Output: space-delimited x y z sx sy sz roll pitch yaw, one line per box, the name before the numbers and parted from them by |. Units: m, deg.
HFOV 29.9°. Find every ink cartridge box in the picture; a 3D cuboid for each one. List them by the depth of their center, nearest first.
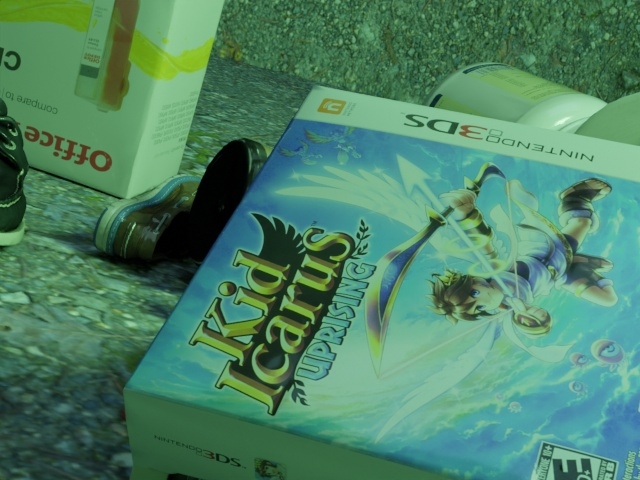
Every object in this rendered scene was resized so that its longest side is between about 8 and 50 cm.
ink cartridge box | -0.263 -0.271 1.332 0.279 0.385 0.160 19 16 9

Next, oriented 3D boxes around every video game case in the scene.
video game case | 0.065 0.031 0.629 0.244 0.061 0.269 12 42 15

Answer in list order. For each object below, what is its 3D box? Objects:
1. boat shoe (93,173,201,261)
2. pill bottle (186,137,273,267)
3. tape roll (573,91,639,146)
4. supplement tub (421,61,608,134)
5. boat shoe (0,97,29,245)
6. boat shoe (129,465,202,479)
boat shoe | -0.140 -0.012 1.135 0.066 0.066 0.183 26 25 16
pill bottle | 0.000 0.000 1.084 0.219 0.123 0.123 21 10 -26
tape roll | 0.405 -0.028 1.392 0.100 0.286 0.286 4 18 -47
supplement tub | 0.294 -0.106 1.675 0.235 0.235 0.325 10 15 -28
boat shoe | -0.328 -0.091 1.093 0.127 0.113 0.340 12 14 -21
boat shoe | -0.033 0.087 0.753 0.091 0.109 0.305 18 19 4
